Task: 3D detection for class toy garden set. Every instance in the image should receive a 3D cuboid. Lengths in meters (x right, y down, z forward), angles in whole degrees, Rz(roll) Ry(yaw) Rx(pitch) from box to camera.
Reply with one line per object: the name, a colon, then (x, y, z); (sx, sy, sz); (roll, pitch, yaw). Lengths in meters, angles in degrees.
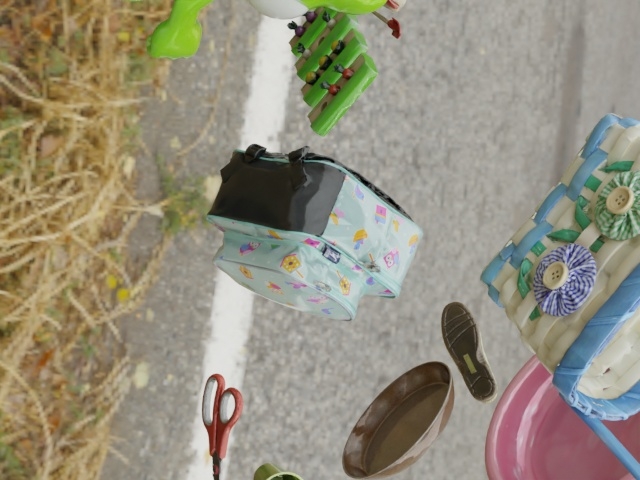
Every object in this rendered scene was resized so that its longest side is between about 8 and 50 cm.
toy garden set: (0.031, -0.279, 1.312); (0.049, 0.204, 0.244); (29, 27, -28)

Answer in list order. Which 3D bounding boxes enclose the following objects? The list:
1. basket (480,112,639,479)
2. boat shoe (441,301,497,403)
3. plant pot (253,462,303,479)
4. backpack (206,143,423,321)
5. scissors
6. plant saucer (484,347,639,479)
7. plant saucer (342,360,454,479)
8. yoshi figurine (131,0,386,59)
basket: (0.284, 0.060, 0.796); (0.254, 0.289, 0.201); (-54, 148, 11)
boat shoe: (0.266, 0.204, 1.842); (0.072, 0.068, 0.190); (44, 29, -67)
plant pot: (-0.072, 0.391, 1.627); (0.083, 0.079, 0.083); (-4, 103, -18)
backpack: (0.000, 0.000, 1.005); (0.188, 0.166, 0.144); (22, 79, -43)
scissors: (-0.188, 0.389, 1.833); (0.021, 0.109, 0.297); (2, 98, -43)
plant saucer: (0.376, 0.247, 1.386); (0.084, 0.332, 0.332); (43, 53, -21)
plant saucer: (0.094, 0.210, 1.164); (0.029, 0.168, 0.168); (45, 48, -14)
yoshi figurine: (-0.112, -0.295, 1.022); (0.203, 0.362, 0.203); (118, -24, -48)
